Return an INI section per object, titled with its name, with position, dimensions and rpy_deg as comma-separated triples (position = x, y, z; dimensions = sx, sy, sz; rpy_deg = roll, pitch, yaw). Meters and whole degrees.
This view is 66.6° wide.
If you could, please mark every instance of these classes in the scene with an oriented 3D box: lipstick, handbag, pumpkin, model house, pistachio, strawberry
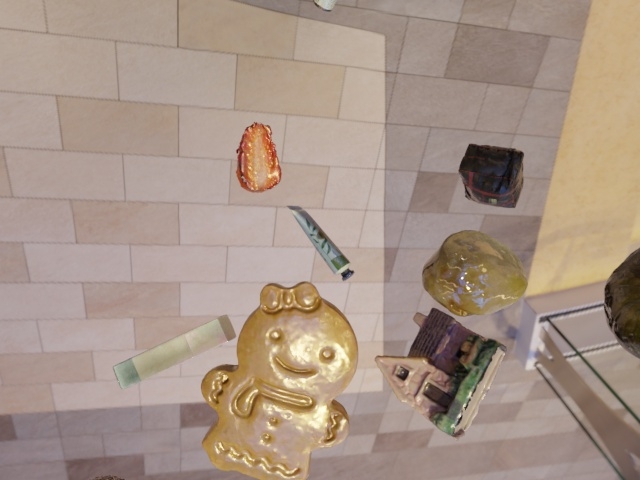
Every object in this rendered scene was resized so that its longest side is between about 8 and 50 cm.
[lipstick]
position = -0.368, 0.281, 1.228
dimensions = 0.317, 0.066, 0.068
rpy_deg = -26, 85, 11
[handbag]
position = 0.504, -0.190, 1.443
dimensions = 0.155, 0.169, 0.215
rpy_deg = -65, 152, -11
[pumpkin]
position = 0.525, 0.085, 0.713
dimensions = 0.162, 0.219, 0.219
rpy_deg = 31, 110, -26
[model house]
position = 0.270, 0.291, 1.137
dimensions = 0.202, 0.237, 0.237
rpy_deg = 23, 93, -58
[pistachio]
position = 0.352, 0.077, 1.130
dimensions = 0.288, 0.166, 0.197
rpy_deg = 6, 80, -40
[strawberry]
position = -0.168, -0.221, 1.306
dimensions = 0.121, 0.082, 0.188
rpy_deg = -3, 103, -23

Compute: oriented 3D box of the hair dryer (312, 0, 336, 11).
[hair dryer]
position = 0.046, -0.521, 0.878
dimensions = 0.044, 0.183, 0.155
rpy_deg = 25, 136, -13

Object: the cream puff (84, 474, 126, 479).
[cream puff]
position = -0.322, 0.381, 0.659
dimensions = 0.149, 0.149, 0.084
rpy_deg = -42, 86, 14

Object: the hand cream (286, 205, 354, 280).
[hand cream]
position = 0.000, 0.000, 1.413
dimensions = 0.058, 0.271, 0.091
rpy_deg = -42, 167, 21

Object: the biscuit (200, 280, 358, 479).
[biscuit]
position = -0.030, 0.131, 0.423
dimensions = 0.133, 0.027, 0.184
rpy_deg = 33, 97, -4
